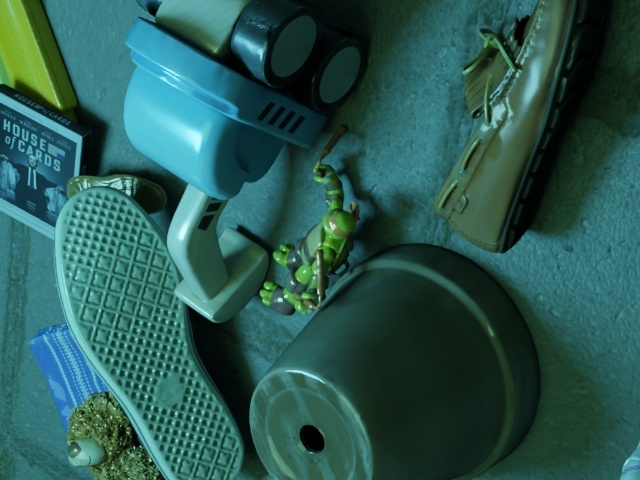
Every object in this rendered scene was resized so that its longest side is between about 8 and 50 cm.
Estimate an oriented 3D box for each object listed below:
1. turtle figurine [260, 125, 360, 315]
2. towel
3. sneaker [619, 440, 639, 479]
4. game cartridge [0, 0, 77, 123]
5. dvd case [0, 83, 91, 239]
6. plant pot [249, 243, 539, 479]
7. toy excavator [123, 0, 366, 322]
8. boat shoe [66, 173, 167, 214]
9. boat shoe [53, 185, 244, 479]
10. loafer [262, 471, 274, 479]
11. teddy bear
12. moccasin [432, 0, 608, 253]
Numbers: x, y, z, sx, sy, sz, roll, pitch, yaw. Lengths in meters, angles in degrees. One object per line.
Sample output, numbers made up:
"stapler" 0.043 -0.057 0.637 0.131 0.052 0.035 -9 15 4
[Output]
"turtle figurine" 0.000 0.000 1.657 0.217 0.087 0.270 133 147 -56
"towel" -0.349 0.246 2.102 0.336 0.040 0.243 -14 99 42
"sneaker" 0.447 0.361 1.414 0.305 0.152 0.114 49 128 12
"game cartridge" -0.547 -0.283 2.050 0.323 0.052 0.285 -15 97 43
"dvd case" -0.454 -0.115 2.010 0.179 0.029 0.239 28 132 15
"plant pot" 0.071 0.195 1.575 0.323 0.280 0.323 14 115 34
"toy excavator" -0.138 -0.115 1.639 0.222 0.433 0.445 34 97 25
"boat shoe" -0.305 -0.076 1.927 0.170 0.059 0.063 9 101 20
"boat shoe" -0.267 0.153 1.885 0.500 0.186 0.156 66 164 -15
"loafer" -0.046 0.403 1.912 0.125 0.039 0.045 42 129 20
"teddy bear" -0.312 0.413 2.041 0.245 0.113 0.338 20 137 56
"moccasin" 0.218 -0.167 1.419 0.147 0.139 0.380 29 133 17
